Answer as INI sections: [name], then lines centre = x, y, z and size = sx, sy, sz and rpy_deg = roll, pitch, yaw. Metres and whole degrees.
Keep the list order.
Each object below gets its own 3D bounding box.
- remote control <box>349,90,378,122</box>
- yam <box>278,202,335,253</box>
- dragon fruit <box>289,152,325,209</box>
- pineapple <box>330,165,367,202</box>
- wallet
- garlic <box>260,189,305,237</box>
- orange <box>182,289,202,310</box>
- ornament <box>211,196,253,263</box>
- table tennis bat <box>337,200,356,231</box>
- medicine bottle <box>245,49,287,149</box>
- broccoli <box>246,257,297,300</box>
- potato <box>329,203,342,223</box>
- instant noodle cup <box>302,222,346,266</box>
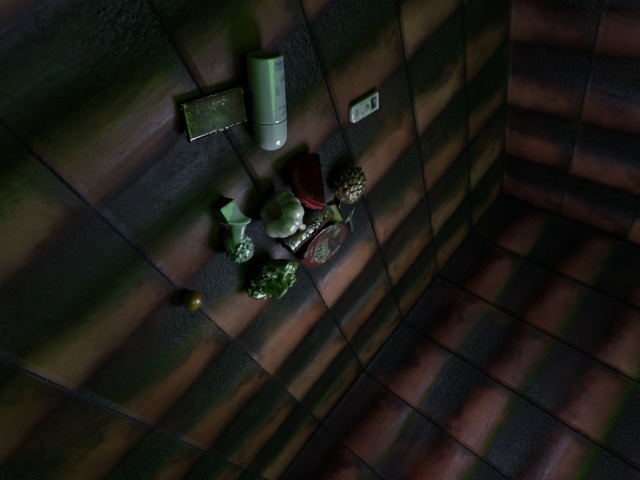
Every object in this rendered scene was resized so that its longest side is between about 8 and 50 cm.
[remote control]
centre = 0.202, -0.617, 2.078
size = 0.190, 0.029, 0.087
rpy_deg = -37, 139, -29
[yam]
centre = -0.071, -0.068, 2.054
size = 0.280, 0.131, 0.131
rpy_deg = -45, 142, -17
[dragon fruit]
centre = -0.061, -0.249, 1.899
size = 0.189, 0.163, 0.261
rpy_deg = 18, 59, -43
[pineapple]
centre = 0.145, -0.280, 2.147
size = 0.193, 0.166, 0.166
rpy_deg = -55, 146, -19
[wallet]
centre = -0.357, -0.430, 1.512
size = 0.243, 0.039, 0.132
rpy_deg = -32, 130, -33
[garlic]
centre = -0.127, -0.098, 1.894
size = 0.226, 0.199, 0.199
rpy_deg = 20, 99, -53
[orange]
centre = -0.506, 0.238, 1.773
size = 0.085, 0.085, 0.085
rpy_deg = -31, 136, -35
[ornament]
centre = -0.329, -0.037, 1.749
size = 0.120, 0.130, 0.285
rpy_deg = -28, 134, -31
[table tennis bat]
centre = 0.149, -0.151, 2.335
size = 0.173, 0.022, 0.301
rpy_deg = -56, 150, -25
[medicine bottle]
centre = -0.187, -0.486, 1.600
size = 0.130, 0.130, 0.340
rpy_deg = -32, 136, -34
[broccoli]
centre = -0.216, 0.174, 2.005
size = 0.226, 0.176, 0.198
rpy_deg = -59, 157, -31
[potato]
centre = 0.043, -0.123, 2.204
size = 0.103, 0.096, 0.066
rpy_deg = -12, 165, -35
[instant noodle cup]
centre = 0.000, 0.000, 2.195
size = 0.274, 0.091, 0.274
rpy_deg = -32, 150, -22
